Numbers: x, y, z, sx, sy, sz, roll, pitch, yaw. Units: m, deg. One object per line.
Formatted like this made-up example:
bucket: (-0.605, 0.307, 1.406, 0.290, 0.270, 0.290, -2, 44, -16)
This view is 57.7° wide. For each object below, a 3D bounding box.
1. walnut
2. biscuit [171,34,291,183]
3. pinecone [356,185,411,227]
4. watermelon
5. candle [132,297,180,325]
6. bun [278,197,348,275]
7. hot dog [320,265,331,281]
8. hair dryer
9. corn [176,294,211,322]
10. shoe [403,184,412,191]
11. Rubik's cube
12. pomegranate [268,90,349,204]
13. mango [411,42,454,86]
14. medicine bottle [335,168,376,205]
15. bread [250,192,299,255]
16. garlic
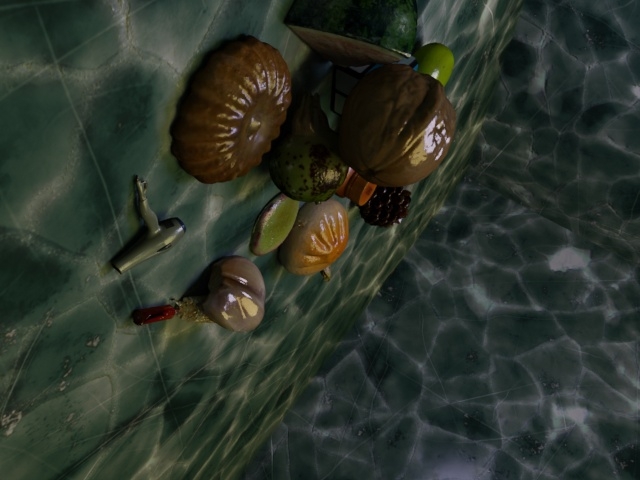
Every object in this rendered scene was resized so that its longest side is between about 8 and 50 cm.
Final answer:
walnut: (0.186, -0.280, 1.413, 0.313, 0.277, 0.252, -63, 178, -22)
biscuit: (-0.169, -0.257, 1.225, 0.326, 0.107, 0.326, -47, 161, -22)
pinecone: (0.240, -0.161, 2.281, 0.221, 0.221, 0.221, -50, 160, -25)
watermelon: (0.053, -0.528, 1.355, 0.292, 0.250, 0.283, -20, -131, 48)
candle: (-0.396, 0.174, 1.419, 0.053, 0.048, 0.162, -27, 171, 19)
bun: (0.000, 0.000, 1.970, 0.299, 0.164, 0.299, -50, 159, -27)
hot dog: (0.015, 0.082, 2.301, 0.078, 0.061, 0.169, -119, -146, -75)
hair dryer: (-0.371, -0.018, 1.166, 0.167, 0.067, 0.199, -48, 149, -13)
corn: (-0.307, 0.187, 1.591, 0.087, 0.087, 0.211, -61, 163, 6)
shoe: (0.316, -0.198, 2.528, 0.342, 0.132, 0.211, -53, 159, -28)
Rubik's cube: (0.150, -0.435, 1.639, 0.167, 0.180, 0.183, -47, 161, -28)
pomegranate: (-0.012, -0.230, 1.490, 0.222, 0.203, 0.277, -84, -161, -64)
mango: (0.337, -0.524, 2.023, 0.343, 0.156, 0.192, -62, 161, 13)
medicine bottle: (0.048, -0.197, 1.682, 0.112, 0.222, 0.149, -58, 163, -1)
bread: (-0.132, -0.047, 1.755, 0.228, 0.033, 0.228, -50, 162, -23)
garlic: (-0.214, 0.150, 1.595, 0.228, 0.110, 0.217, 51, 33, -47)
